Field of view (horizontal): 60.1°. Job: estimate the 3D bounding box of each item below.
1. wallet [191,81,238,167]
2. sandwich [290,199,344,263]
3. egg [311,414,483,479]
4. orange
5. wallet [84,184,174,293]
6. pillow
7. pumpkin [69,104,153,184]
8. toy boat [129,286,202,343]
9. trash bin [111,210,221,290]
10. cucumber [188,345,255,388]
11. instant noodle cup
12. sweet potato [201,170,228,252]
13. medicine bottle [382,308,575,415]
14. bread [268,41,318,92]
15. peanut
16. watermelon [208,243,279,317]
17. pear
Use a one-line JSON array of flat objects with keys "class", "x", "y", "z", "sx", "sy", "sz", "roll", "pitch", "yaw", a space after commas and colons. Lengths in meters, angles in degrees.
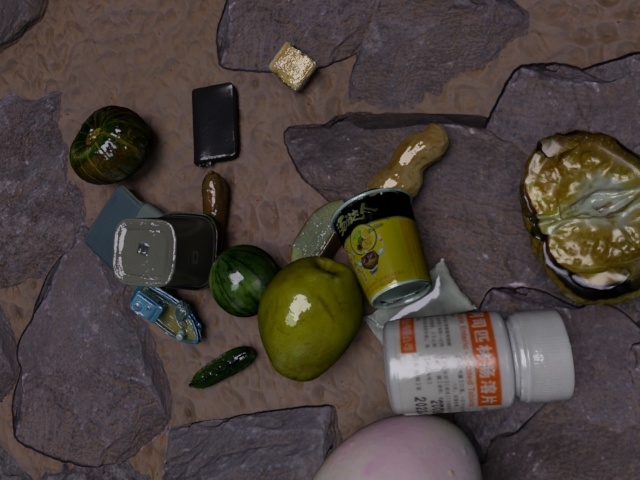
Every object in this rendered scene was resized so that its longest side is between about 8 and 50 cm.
[{"class": "wallet", "x": -0.311, "y": -0.341, "z": 1.640, "sx": 0.149, "sy": 0.044, "sz": 0.249, "roll": -8, "pitch": 80, "yaw": 16}, {"class": "sandwich", "x": 0.000, "y": 0.000, "z": 1.451, "sx": 0.094, "sy": 0.096, "sz": 0.258, "roll": 33, "pitch": 93, "yaw": 27}, {"class": "egg", "x": 0.187, "y": 0.529, "z": 1.181, "sx": 0.355, "sy": 0.354, "sz": 0.339, "roll": 33, "pitch": 76, "yaw": 21}, {"class": "orange", "x": 0.575, "y": -0.045, "z": 1.172, "sx": 0.271, "sy": 0.210, "sz": 0.368, "roll": -18, "pitch": 75, "yaw": 16}, {"class": "wallet", "x": -0.544, "y": 0.013, "z": 1.662, "sx": 0.360, "sy": 0.083, "sz": 0.252, "roll": 38, "pitch": 102, "yaw": 19}, {"class": "pillow", "x": 0.239, "y": 0.174, "z": 1.343, "sx": 0.254, "sy": 0.078, "sz": 0.144, "roll": -38, "pitch": 81, "yaw": 13}, {"class": "pumpkin", "x": -0.623, "y": -0.278, "z": 1.683, "sx": 0.260, "sy": 0.189, "sz": 0.260, "roll": -18, "pitch": 56, "yaw": 27}, {"class": "toy boat", "x": -0.427, "y": 0.210, "z": 1.548, "sx": 0.238, "sy": 0.098, "sz": 0.109, "roll": 36, "pitch": 103, "yaw": 1}, {"class": "trash bin", "x": -0.401, "y": 0.028, "z": 1.451, "sx": 0.220, "sy": 0.250, "sz": 0.219, "roll": 2, "pitch": 90, "yaw": 14}, {"class": "cucumber", "x": -0.275, "y": 0.353, "z": 1.523, "sx": 0.227, "sy": 0.069, "sz": 0.069, "roll": -32, "pitch": 73, "yaw": 18}, {"class": "instant noodle cup", "x": 0.152, "y": 0.026, "z": 1.298, "sx": 0.216, "sy": 0.215, "sz": 0.236, "roll": -25, "pitch": 63, "yaw": 16}, {"class": "sweet potato", "x": -0.303, "y": -0.062, "z": 1.584, "sx": 0.075, "sy": 0.075, "sz": 0.273, "roll": 0, "pitch": 89, "yaw": 21}, {"class": "medicine bottle", "x": 0.330, "y": 0.261, "z": 1.202, "sx": 0.372, "sy": 0.211, "sz": 0.210, "roll": -7, "pitch": 80, "yaw": 10}, {"class": "bread", "x": -0.074, "y": -0.485, "z": 1.550, "sx": 0.125, "sy": 0.082, "sz": 0.106, "roll": 42, "pitch": 109, "yaw": 10}, {"class": "peanut", "x": 0.218, "y": -0.181, "z": 1.388, "sx": 0.117, "sy": 0.101, "sz": 0.263, "roll": 36, "pitch": 94, "yaw": -4}, {"class": "watermelon", "x": -0.191, "y": 0.114, "z": 1.462, "sx": 0.188, "sy": 0.188, "sz": 0.214, "roll": -37, "pitch": 111, "yaw": 13}, {"class": "pear", "x": -0.027, "y": 0.189, "z": 1.349, "sx": 0.253, "sy": 0.253, "sz": 0.307, "roll": 29, "pitch": 121, "yaw": 22}]
